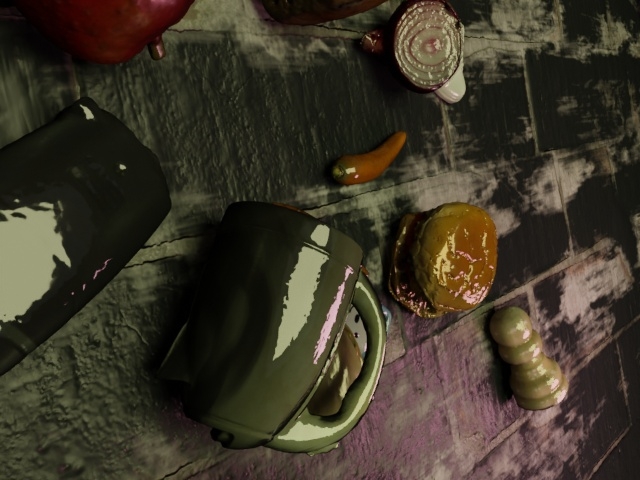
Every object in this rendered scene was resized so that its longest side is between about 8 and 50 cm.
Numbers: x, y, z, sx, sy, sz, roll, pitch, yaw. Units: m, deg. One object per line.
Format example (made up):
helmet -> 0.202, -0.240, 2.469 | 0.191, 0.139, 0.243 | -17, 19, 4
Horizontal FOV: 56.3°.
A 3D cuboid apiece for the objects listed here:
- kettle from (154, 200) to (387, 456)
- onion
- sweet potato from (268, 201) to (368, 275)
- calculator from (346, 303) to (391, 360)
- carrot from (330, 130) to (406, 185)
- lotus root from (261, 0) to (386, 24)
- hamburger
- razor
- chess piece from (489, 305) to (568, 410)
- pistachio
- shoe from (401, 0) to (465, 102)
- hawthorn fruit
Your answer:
kettle -> -0.051, 0.152, 0.880 | 0.320, 0.228, 0.325 | 24, 74, -16
onion -> 0.178, -0.405, 1.240 | 0.217, 0.140, 0.196 | -2, 109, -3
sweet potato -> 0.001, -0.001, 1.078 | 0.264, 0.057, 0.058 | 34, 64, -38
calculator -> 0.066, 0.150, 1.139 | 0.210, 0.039, 0.121 | 41, 61, -35
carrot -> 0.108, -0.161, 1.200 | 0.271, 0.066, 0.062 | -27, 149, -45
lotus root -> 0.015, -0.508, 0.987 | 0.250, 0.316, 0.316 | -46, 117, -28
hamburger -> 0.258, 0.043, 1.249 | 0.244, 0.162, 0.245 | 3, 86, -45
razor -> -0.334, -0.014, 0.712 | 0.204, 0.113, 0.349 | 55, 53, -23
chess piece -> 0.510, 0.285, 1.502 | 0.142, 0.142, 0.261 | -42, 111, -38
pistachio -> 0.008, 0.233, 1.014 | 0.143, 0.143, 0.215 | -3, 84, -44
shoe -> 0.282, -0.435, 1.354 | 0.265, 0.110, 0.095 | 52, 53, -24
hawthorn fruit -> -0.266, -0.349, 0.726 | 0.265, 0.265, 0.307 | -55, 144, -32
